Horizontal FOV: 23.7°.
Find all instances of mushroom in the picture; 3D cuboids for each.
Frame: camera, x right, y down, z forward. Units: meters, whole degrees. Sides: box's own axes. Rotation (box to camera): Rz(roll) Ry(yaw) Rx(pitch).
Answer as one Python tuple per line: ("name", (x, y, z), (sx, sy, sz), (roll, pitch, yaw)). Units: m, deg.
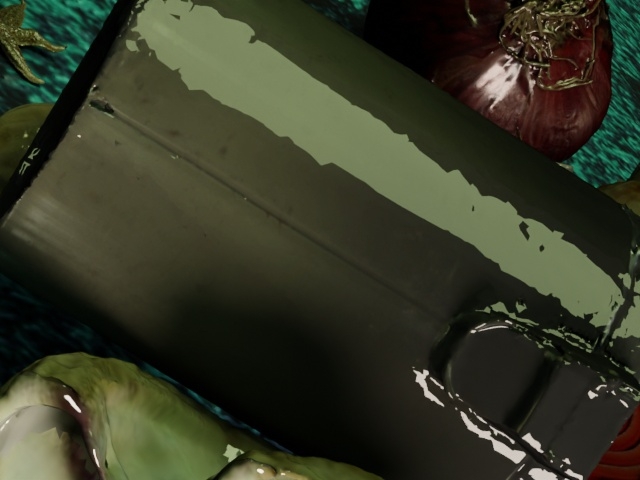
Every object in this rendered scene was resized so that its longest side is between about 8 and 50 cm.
("mushroom", (-0.043, 0.176, 0.682), (0.267, 0.189, 0.164), (23, 0, 10))

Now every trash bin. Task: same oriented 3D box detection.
("trash bin", (0.000, 0.000, 0.772), (0.302, 0.203, 0.252), (33, 5, -10))

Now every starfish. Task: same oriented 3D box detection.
("starfish", (-0.213, -0.140, 1.012), (0.086, 0.016, 0.092), (-12, 65, -54))

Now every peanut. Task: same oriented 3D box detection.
("peanut", (-0.139, -0.045, 0.925), (0.187, 0.082, 0.082), (-5, 56, -53))

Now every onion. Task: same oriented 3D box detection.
("onion", (0.143, -0.195, 1.278), (0.221, 0.281, 0.281), (-9, 53, -15))

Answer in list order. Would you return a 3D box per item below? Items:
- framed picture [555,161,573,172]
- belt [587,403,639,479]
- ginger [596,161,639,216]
("framed picture", (0.008, -0.070, 1.023), (0.266, 0.018, 0.192), (11, -1, -26))
("belt", (0.082, 0.075, 1.014), (0.324, 0.115, 0.227), (35, 29, -18))
("ginger", (0.380, 0.007, 1.455), (0.304, 0.155, 0.244), (28, 40, -13))
